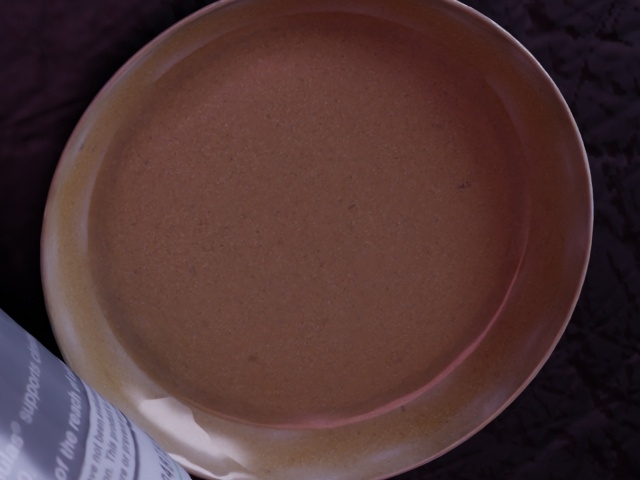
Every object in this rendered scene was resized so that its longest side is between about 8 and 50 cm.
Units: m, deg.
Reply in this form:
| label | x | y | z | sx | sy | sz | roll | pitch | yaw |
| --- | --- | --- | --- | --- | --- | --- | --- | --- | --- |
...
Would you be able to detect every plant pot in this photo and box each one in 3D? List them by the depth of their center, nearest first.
| label | x | y | z | sx | sy | sz | roll | pitch | yaw |
| --- | --- | --- | --- | --- | --- | --- | --- | --- | --- |
| plant pot | 0.000 | 0.000 | 0.616 | 0.236 | 0.032 | 0.236 | -4 | 113 | -10 |

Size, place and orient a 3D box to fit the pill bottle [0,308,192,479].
| label | x | y | z | sx | sy | sz | roll | pitch | yaw |
| --- | --- | --- | --- | --- | --- | --- | --- | --- | --- |
| pill bottle | -0.227 | 0.058 | 0.495 | 0.204 | 0.204 | 0.361 | -41 | 115 | 7 |
